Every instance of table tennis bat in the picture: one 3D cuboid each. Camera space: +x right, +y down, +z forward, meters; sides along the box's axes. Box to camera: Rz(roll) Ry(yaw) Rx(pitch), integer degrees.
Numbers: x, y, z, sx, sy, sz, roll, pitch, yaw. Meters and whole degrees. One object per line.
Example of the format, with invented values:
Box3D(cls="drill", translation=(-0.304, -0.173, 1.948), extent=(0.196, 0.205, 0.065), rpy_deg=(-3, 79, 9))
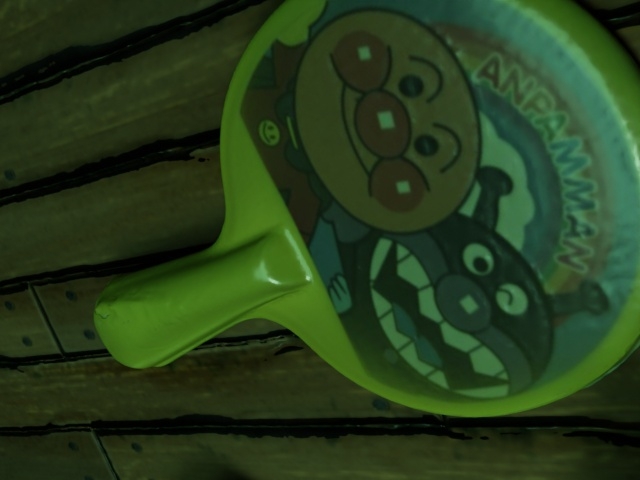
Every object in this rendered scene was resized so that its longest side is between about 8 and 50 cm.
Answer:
Box3D(cls="table tennis bat", translation=(0.000, 0.000, 0.506), extent=(0.369, 0.054, 0.224), rpy_deg=(-22, 98, 40))
